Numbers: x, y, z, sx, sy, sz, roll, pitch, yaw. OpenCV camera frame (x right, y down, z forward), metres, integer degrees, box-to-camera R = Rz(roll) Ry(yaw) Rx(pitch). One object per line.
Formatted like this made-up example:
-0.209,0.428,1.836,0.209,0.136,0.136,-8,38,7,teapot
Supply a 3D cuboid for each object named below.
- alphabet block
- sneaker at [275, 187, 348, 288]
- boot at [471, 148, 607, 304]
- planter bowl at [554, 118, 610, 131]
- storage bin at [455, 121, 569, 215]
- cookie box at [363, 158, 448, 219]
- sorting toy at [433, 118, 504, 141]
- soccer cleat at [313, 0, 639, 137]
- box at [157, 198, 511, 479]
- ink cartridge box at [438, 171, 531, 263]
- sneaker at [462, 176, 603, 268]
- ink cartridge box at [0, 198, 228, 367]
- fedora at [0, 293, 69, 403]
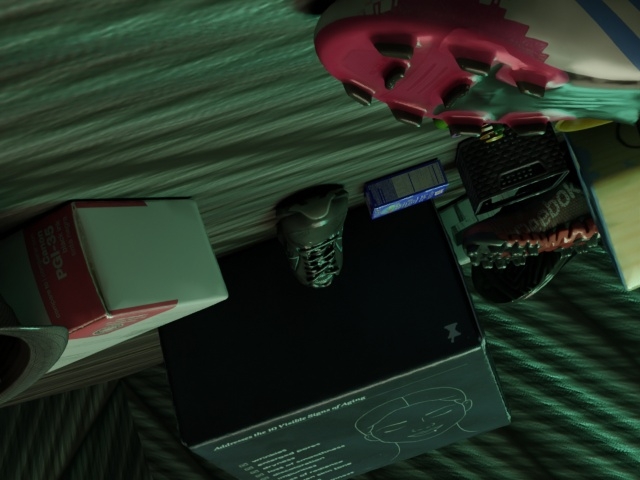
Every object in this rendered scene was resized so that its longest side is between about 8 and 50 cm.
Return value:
0.460,-0.081,1.415,0.197,0.193,0.192,-21,-148,11,alphabet block
0.000,0.000,1.418,0.101,0.106,0.267,-18,172,-4,sneaker
0.434,-0.011,1.787,0.348,0.131,0.260,-47,149,14,boot
0.283,-0.173,0.873,0.217,0.090,0.217,-20,173,-2,planter bowl
0.255,-0.100,1.418,0.122,0.084,0.180,-20,174,4,storage bin
0.116,-0.070,1.447,0.107,0.040,0.092,-19,173,-2,cookie box
0.174,-0.126,1.151,0.102,0.042,0.061,-13,171,-43,sorting toy
0.158,-0.146,0.706,0.331,0.143,0.116,6,162,-12,soccer cleat
0.039,0.201,1.784,0.480,0.297,0.472,-20,155,6,box
0.359,-0.051,1.979,0.197,0.114,0.273,-17,173,-27,ink cartridge box
0.313,-0.036,1.566,0.276,0.135,0.098,-9,170,-32,sneaker
-0.273,0.062,1.074,0.283,0.117,0.207,-23,173,26,ink cartridge box
-0.342,0.071,0.868,0.244,0.124,0.275,-13,161,-23,fedora
